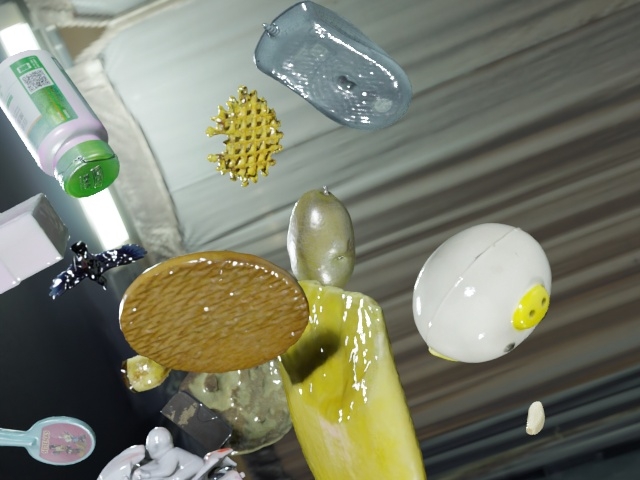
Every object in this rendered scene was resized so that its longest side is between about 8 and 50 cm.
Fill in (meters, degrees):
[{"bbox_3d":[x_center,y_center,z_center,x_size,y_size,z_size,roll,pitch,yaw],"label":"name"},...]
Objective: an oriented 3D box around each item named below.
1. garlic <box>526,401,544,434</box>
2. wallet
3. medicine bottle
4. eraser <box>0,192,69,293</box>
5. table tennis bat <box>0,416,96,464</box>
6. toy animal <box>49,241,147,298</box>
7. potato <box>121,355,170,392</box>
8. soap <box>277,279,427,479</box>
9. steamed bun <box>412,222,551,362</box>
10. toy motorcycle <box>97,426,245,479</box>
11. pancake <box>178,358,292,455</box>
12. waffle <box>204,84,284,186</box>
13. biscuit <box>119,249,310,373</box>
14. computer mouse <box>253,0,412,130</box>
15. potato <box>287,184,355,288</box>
[{"bbox_3d":[0.524,0.441,2.205,0.053,0.041,0.083,76,-147,-44],"label":"garlic"},{"bbox_3d":[-0.271,0.399,1.994,0.156,0.082,0.018,42,-164,-7],"label":"wallet"},{"bbox_3d":[-0.462,-0.203,1.589,0.274,0.133,0.133,51,-179,24],"label":"medicine bottle"},{"bbox_3d":[-0.489,0.041,1.222,0.086,0.287,0.130,62,180,-21],"label":"eraser"},{"bbox_3d":[-0.643,0.459,2.079,0.040,0.244,0.153,-105,28,-54],"label":"table tennis bat"},{"bbox_3d":[-0.451,0.053,1.778,0.108,0.220,0.062,50,-163,-54],"label":"toy animal"},{"bbox_3d":[-0.402,0.312,2.133,0.096,0.103,0.066,51,-161,-39],"label":"potato"},{"bbox_3d":[0.042,0.280,1.409,0.306,0.115,0.427,0,109,54],"label":"soap"},{"bbox_3d":[0.398,0.128,2.225,0.334,0.374,0.334,38,148,29],"label":"steamed bun"},{"bbox_3d":[-0.250,0.385,1.448,0.110,0.260,0.171,171,93,-69],"label":"toy motorcycle"},{"bbox_3d":[-0.197,0.379,2.140,0.049,0.294,0.294,121,140,-52],"label":"pancake"},{"bbox_3d":[-0.190,-0.263,2.318,0.051,0.229,0.231,17,162,48],"label":"waffle"},{"bbox_3d":[-0.145,0.099,1.236,0.262,0.262,0.037,59,-162,-47],"label":"biscuit"},{"bbox_3d":[0.026,-0.364,1.861,0.371,0.188,0.122,27,-147,-31],"label":"computer mouse"},{"bbox_3d":[0.000,0.000,1.973,0.174,0.159,0.251,30,124,46],"label":"potato"}]
